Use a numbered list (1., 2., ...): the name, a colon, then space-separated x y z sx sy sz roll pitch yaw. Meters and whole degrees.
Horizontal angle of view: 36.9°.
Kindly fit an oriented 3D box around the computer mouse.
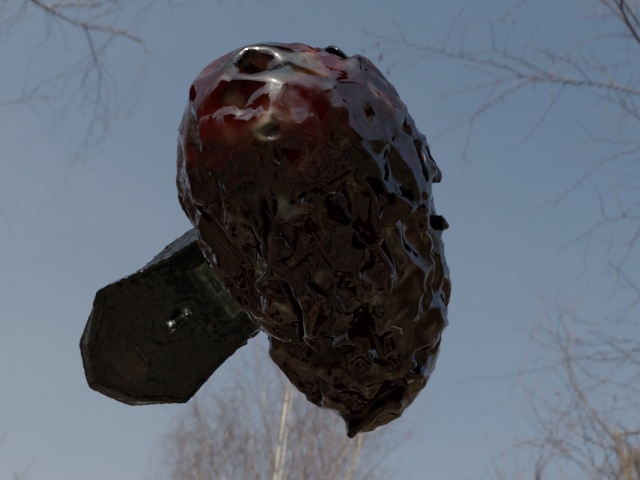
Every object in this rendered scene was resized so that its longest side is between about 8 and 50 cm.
1. computer mouse: -0.094 0.050 0.685 0.172 0.057 0.099 -37 -85 -9

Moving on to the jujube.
1. jujube: 0.002 -0.003 0.377 0.104 0.104 0.165 -6 -47 13
